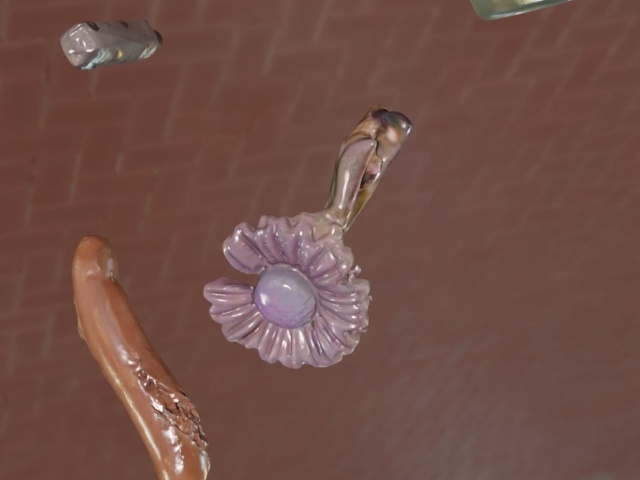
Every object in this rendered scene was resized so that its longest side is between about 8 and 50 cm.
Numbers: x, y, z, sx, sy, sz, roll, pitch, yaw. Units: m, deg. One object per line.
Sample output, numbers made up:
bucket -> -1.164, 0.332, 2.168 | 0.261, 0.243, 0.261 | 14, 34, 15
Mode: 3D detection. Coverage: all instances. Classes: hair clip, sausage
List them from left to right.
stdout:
sausage -> -0.203, 0.134, 1.346 | 0.078, 0.304, 0.078 | -28, 173, -4
hair clip -> 0.000, 0.000, 1.250 | 0.300, 0.173, 0.069 | -62, 177, 15

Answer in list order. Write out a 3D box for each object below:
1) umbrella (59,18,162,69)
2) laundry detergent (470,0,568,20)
umbrella -> -0.337, -0.329, 2.037 | 0.067, 0.073, 0.337 | -18, -173, 15
laundry detergent -> 0.274, -0.536, 1.785 | 0.264, 0.397, 0.125 | -6, -162, 47
